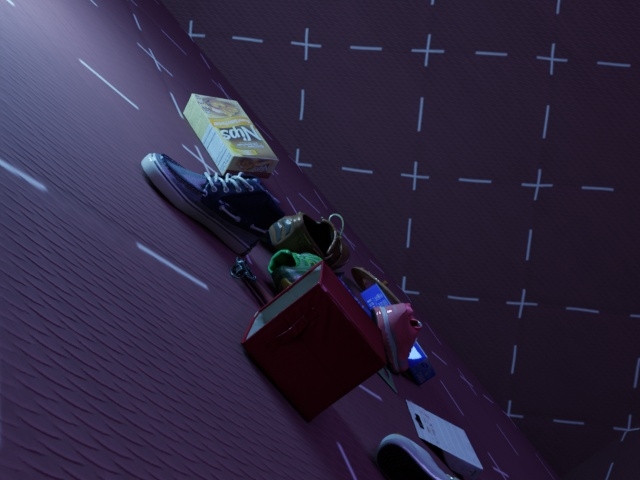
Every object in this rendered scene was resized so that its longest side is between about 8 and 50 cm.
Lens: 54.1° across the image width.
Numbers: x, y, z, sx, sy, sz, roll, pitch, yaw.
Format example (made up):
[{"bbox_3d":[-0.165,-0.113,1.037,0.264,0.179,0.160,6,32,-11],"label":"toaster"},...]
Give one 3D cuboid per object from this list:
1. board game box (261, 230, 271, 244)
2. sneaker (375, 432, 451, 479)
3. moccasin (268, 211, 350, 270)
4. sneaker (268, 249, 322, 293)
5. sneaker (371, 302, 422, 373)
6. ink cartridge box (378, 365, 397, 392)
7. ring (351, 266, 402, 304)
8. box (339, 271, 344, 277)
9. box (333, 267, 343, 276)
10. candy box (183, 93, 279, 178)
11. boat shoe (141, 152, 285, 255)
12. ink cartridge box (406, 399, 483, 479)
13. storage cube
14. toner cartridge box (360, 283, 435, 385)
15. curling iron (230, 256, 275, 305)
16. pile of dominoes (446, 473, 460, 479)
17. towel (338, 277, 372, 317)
[{"bbox_3d":[-0.208,-0.077,1.729,0.136,0.035,0.201,56,10,31],"label":"board game box"},{"bbox_3d":[0.236,0.507,1.278,0.290,0.106,0.123,50,11,8],"label":"sneaker"},{"bbox_3d":[-0.001,-0.003,1.845,0.380,0.146,0.139,34,39,-55],"label":"moccasin"},{"bbox_3d":[-0.062,0.068,1.611,0.124,0.109,0.295,53,9,-7],"label":"sneaker"},{"bbox_3d":[0.255,0.305,1.934,0.116,0.136,0.314,-106,176,-45],"label":"sneaker"},{"bbox_3d":[0.158,0.319,1.856,0.235,0.056,0.171,46,9,-14],"label":"ink cartridge box"},{"bbox_3d":[0.246,0.218,2.404,0.336,0.032,0.337,45,-12,12],"label":"ring"},{"bbox_3d":[0.010,0.047,2.149,0.162,0.029,0.116,54,8,35],"label":"box"},{"bbox_3d":[-0.027,0.017,2.017,0.136,0.036,0.225,2,52,-50],"label":"box"},{"bbox_3d":[-0.290,-0.334,2.014,0.182,0.088,0.317,-2,46,-44],"label":"candy box"},{"bbox_3d":[-0.225,-0.116,1.397,0.340,0.158,0.127,43,11,-42],"label":"boat shoe"},{"bbox_3d":[0.340,0.570,1.795,0.224,0.056,0.181,28,15,-15],"label":"ink cartridge box"},{"bbox_3d":[-0.009,0.181,1.170,0.193,0.183,0.215,50,8,-7],"label":"storage cube"},{"bbox_3d":[0.270,0.327,2.205,0.348,0.075,0.165,57,0,37],"label":"toner cartridge box"},{"bbox_3d":[-0.102,0.147,1.332,0.274,0.035,0.068,50,13,7],"label":"curling iron"},{"bbox_3d":[0.305,0.577,1.360,0.196,0.040,0.251,47,-20,-9],"label":"pile of dominoes"},{"bbox_3d":[0.059,0.148,2.120,0.336,0.040,0.243,50,8,3],"label":"towel"}]
